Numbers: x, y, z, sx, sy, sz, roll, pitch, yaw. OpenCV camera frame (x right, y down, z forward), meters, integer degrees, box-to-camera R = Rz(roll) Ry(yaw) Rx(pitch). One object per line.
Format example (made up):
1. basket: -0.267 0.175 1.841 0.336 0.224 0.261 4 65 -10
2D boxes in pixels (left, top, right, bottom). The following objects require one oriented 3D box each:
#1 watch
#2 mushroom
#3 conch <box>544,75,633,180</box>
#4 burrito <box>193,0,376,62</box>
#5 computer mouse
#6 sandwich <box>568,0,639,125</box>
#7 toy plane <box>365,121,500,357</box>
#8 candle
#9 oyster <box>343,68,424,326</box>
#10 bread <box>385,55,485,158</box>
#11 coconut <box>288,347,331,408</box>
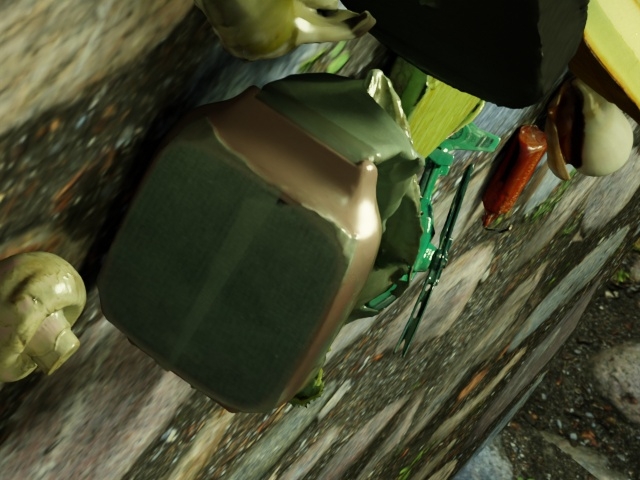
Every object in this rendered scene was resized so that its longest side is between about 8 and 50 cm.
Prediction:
1. watch: -0.021 -0.004 1.215 0.253 0.162 0.241 -59 169 32
2. mushroom: -0.171 0.046 1.032 0.083 0.067 0.083 -46 172 -8
3. conch: 0.310 -0.129 2.082 0.104 0.094 0.176 -13 166 11
4. burrito: 0.025 -0.241 0.786 0.332 0.135 0.190 -51 158 10
5. computer mouse: 0.087 -0.178 1.088 0.087 0.168 0.295 -55 166 -11
6. sandwich: 0.350 -0.209 1.895 0.117 0.144 0.187 -53 167 -4
7. toy plane: 0.083 -0.014 1.649 0.060 0.096 0.235 61 50 -78
8. candle: 0.221 -0.066 2.041 0.162 0.048 0.053 113 3 -47
9. oyster: 0.001 0.002 1.425 0.199 0.087 0.252 -22 138 2
10. bread: 0.135 -0.176 1.494 0.301 0.045 0.301 -48 168 -13
11. coconut: -0.052 0.077 1.400 0.158 0.133 0.055 107 3 -71
